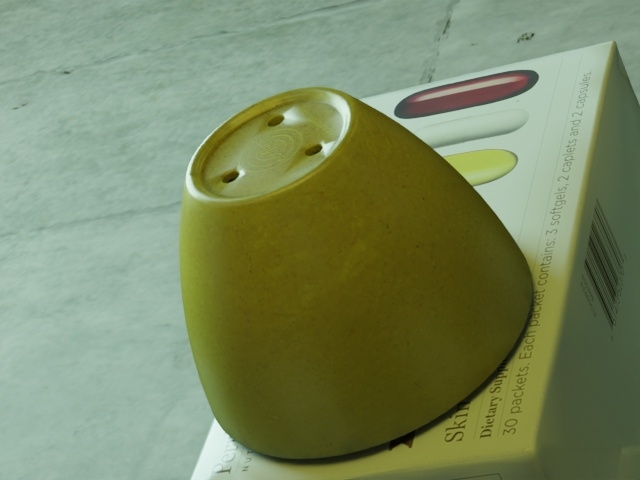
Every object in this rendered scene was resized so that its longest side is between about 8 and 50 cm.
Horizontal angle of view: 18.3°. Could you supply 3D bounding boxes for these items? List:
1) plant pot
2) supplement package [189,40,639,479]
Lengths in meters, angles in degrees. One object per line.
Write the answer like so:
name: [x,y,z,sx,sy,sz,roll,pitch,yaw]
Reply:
plant pot: [0.000,0.000,0.740,0.134,0.095,0.134,-19,33,13]
supplement package: [0.077,0.078,0.856,0.145,0.204,0.262,-12,35,24]
